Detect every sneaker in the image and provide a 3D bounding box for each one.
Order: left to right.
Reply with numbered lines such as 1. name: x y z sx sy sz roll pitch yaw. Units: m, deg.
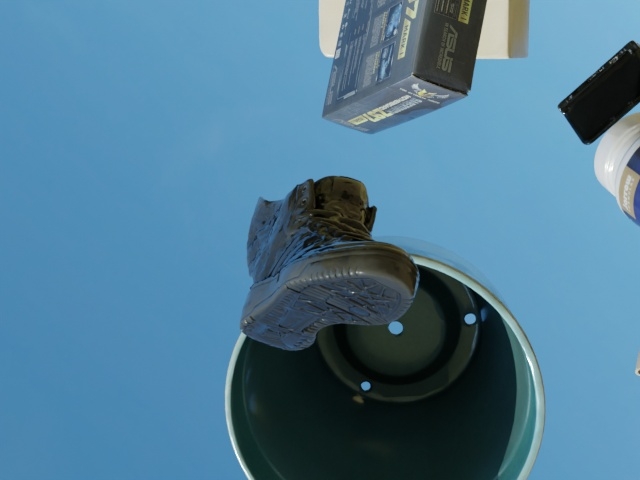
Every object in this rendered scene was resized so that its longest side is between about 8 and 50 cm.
1. sneaker: 0.002 0.001 0.642 0.051 0.170 0.089 26 -114 -18

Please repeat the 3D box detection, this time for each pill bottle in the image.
1. pill bottle: 0.487 -0.064 1.738 0.153 0.153 0.265 20 -162 -33

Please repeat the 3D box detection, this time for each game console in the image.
1. game console: 0.360 -0.178 1.606 0.071 0.122 0.107 53 -160 12

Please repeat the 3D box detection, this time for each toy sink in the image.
1. toy sink: 0.129 -0.296 1.591 0.131 0.234 0.153 -23 -67 -69

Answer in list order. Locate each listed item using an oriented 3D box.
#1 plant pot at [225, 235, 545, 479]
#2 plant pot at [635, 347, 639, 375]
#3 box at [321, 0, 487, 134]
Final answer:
1. plant pot: 0.068 0.114 1.228 0.271 0.271 0.255 44 -166 -4
2. plant pot: 0.394 0.086 1.336 0.109 0.109 0.096 16 -124 -11
3. box: 0.082 -0.220 1.125 0.059 0.183 0.233 15 -102 -20
